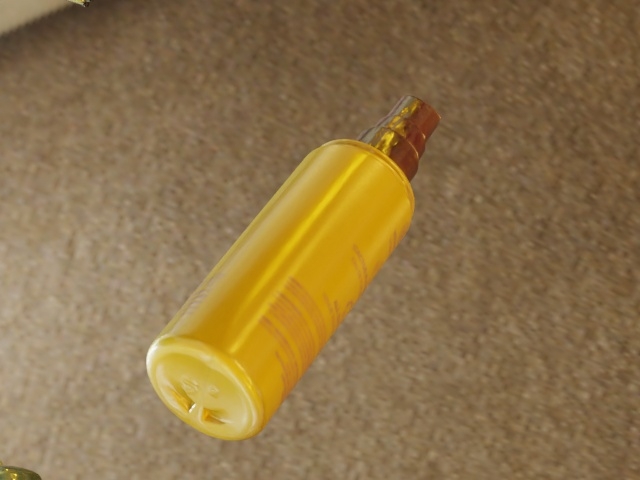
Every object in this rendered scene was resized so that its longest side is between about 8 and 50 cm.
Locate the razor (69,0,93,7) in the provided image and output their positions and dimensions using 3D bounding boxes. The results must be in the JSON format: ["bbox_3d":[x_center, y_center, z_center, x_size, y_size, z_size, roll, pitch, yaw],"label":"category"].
[{"bbox_3d":[-0.184,-0.315,1.437,0.253,0.082,0.042,-66,28,22],"label":"razor"}]

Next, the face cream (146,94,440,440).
[{"bbox_3d":[0.000,0.000,1.061,0.078,0.078,0.273,0,38,37],"label":"face cream"}]

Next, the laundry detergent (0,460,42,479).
[{"bbox_3d":[-0.277,0.284,1.555,0.290,0.094,0.143,53,128,47],"label":"laundry detergent"}]
